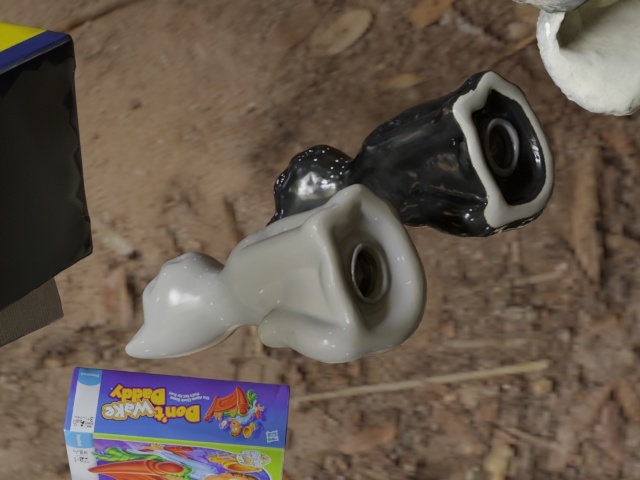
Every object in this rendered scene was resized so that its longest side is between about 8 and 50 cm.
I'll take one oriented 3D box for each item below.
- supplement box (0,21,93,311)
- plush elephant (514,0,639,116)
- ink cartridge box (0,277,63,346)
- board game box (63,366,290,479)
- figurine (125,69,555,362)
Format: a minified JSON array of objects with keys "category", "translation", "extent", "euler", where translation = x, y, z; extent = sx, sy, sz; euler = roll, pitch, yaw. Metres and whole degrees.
[{"category":"supplement box","translation":[-0.387,-0.075,1.363],"extent":[0.195,0.356,0.194],"euler":[-38,134,-51]},{"category":"plush elephant","translation":[0.130,-0.197,0.681],"extent":[0.272,0.330,0.255],"euler":[34,98,-11]},{"category":"ink cartridge box","translation":[-0.454,0.113,1.581],"extent":[0.324,0.330,0.071],"euler":[-14,95,18]},{"category":"board game box","translation":[-0.160,0.263,1.910],"extent":[0.233,0.347,0.078],"euler":[5,59,-1]},{"category":"figurine","translation":[0.000,0.000,0.995],"extent":[0.215,0.209,0.092],"euler":[-41,108,-37]}]
